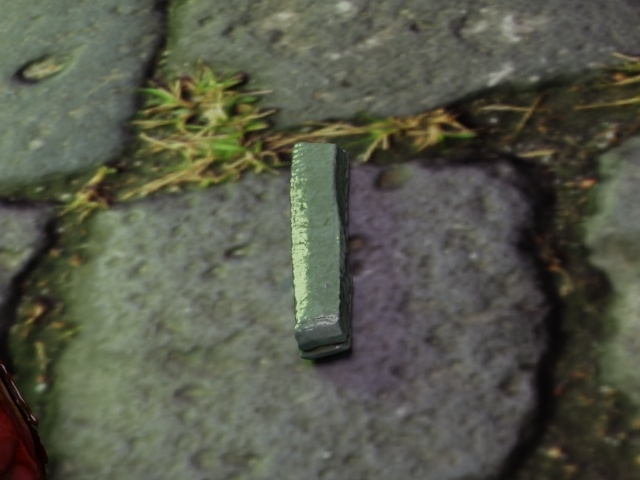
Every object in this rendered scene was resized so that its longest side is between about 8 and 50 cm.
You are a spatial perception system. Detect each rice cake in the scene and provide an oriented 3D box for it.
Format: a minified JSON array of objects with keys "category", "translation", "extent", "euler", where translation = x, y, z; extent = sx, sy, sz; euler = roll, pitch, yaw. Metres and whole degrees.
[{"category":"rice cake","translation":[0.001,0.000,0.883],"extent":[0.033,0.029,0.171],"euler":[-14,40,11]}]

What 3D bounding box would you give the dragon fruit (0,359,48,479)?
[{"category":"dragon fruit","translation":[-0.224,0.108,0.685],"extent":[0.261,0.163,0.189],"euler":[43,24,12]}]
